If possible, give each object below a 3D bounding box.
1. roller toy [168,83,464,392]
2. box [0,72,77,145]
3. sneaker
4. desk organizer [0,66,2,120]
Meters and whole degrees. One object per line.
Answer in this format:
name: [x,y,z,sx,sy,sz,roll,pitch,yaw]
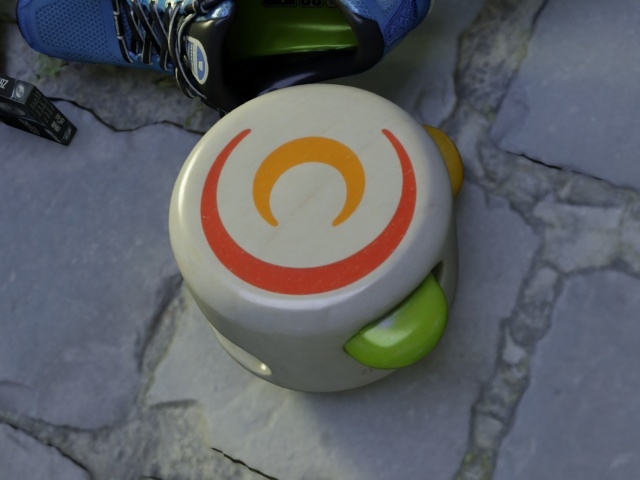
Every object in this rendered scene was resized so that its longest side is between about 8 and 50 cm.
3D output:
roller toy: [0.000,0.000,0.956,0.191,0.146,0.209,2,63,10]
box: [-0.242,-0.109,1.097,0.067,0.083,0.018,20,76,20]
sneaker: [-0.088,-0.171,1.009,0.330,0.129,0.147,0,36,22]
desk organizer: [-0.302,-0.161,1.150,0.047,0.050,0.130,-10,82,48]
